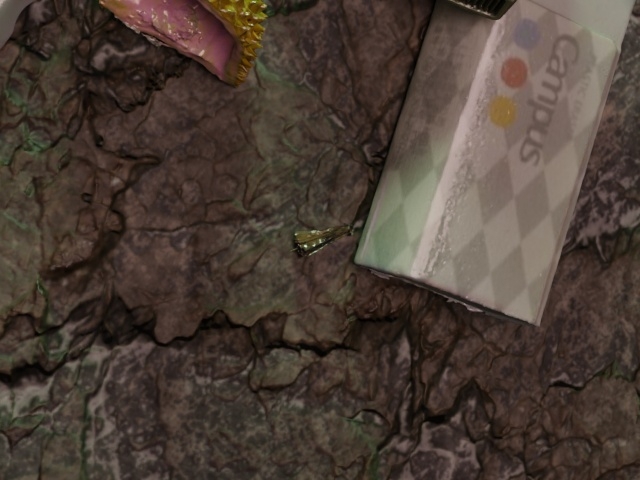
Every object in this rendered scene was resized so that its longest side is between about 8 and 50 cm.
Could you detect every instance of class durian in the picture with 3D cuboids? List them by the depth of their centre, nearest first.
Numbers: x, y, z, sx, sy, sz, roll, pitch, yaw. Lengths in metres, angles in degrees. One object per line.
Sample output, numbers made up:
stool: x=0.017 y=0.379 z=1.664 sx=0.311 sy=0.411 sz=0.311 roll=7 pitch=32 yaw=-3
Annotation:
durian: x=-0.133 y=-0.245 z=1.724 sx=0.182 sy=0.165 sz=0.132 roll=45 pitch=106 yaw=4

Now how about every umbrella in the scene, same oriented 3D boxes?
umbrella: x=0.001 y=-0.001 z=1.839 sx=0.083 sy=0.020 sz=0.031 roll=-21 pitch=61 yaw=-22

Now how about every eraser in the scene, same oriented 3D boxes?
eraser: x=0.199 y=-0.124 z=1.886 sx=0.213 sy=0.082 sz=0.397 roll=21 pitch=84 yaw=-24

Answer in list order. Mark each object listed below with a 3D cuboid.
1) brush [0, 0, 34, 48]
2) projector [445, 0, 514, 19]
brush: x=-0.300 y=-0.255 z=1.679 sx=0.060 sy=0.050 sz=0.321 roll=42 pitch=77 yaw=-24
projector: x=0.128 y=-0.367 z=1.799 sx=0.269 sy=0.088 sz=0.193 roll=41 pitch=76 yaw=2
